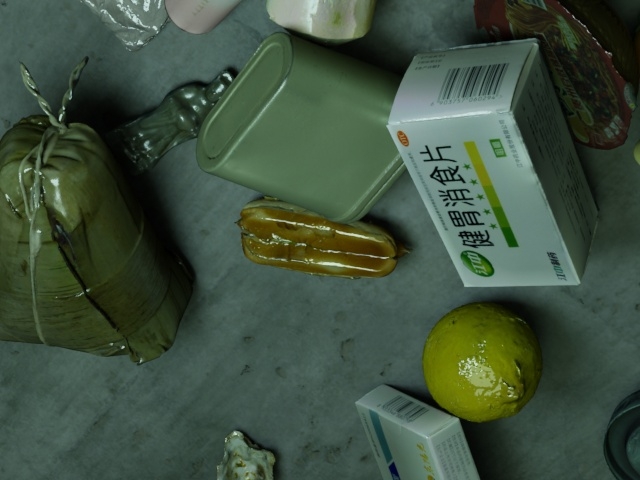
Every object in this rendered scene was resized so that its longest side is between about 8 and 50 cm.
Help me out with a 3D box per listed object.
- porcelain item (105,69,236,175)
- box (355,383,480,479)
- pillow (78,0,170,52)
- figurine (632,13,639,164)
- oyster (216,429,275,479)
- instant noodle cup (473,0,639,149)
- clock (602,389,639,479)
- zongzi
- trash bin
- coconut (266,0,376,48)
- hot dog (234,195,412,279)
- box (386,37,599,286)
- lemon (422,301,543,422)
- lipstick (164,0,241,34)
[{"bbox_3d":[-0.204,-0.175,1.977,0.216,0.069,0.081,-29,102,21],"label":"porcelain item"},{"bbox_3d":[0.180,0.399,2.106,0.200,0.065,0.343,18,133,57],"label":"box"},{"bbox_3d":[-0.303,-0.385,1.898,0.135,0.049,0.248,-36,106,23],"label":"pillow"},{"bbox_3d":[0.497,-0.217,1.728,0.222,0.124,0.324,34,124,-4],"label":"figurine"},{"bbox_3d":[-0.123,0.389,2.252,0.103,0.051,0.148,21,105,7],"label":"oyster"},{"bbox_3d":[0.319,-0.248,1.735,0.091,0.274,0.274,-42,104,-14],"label":"instant noodle cup"},{"bbox_3d":[0.530,0.305,2.014,0.226,0.049,0.226,11,129,13],"label":"clock"},{"bbox_3d":[-0.477,-0.012,1.978,0.467,0.218,0.500,-5,139,16],"label":"zongzi"},{"bbox_3d":[-0.008,-0.148,1.838,0.247,0.121,0.243,17,128,-34],"label":"trash bin"},{"bbox_3d":[0.003,-0.325,1.792,0.147,0.147,0.152,16,115,7],"label":"coconut"},{"bbox_3d":[0.000,0.000,2.005,0.269,0.072,0.109,10,121,11],"label":"hot dog"},{"bbox_3d":[0.235,-0.089,1.788,0.173,0.145,0.333,-1,136,31],"label":"box"},{"bbox_3d":[0.234,0.176,1.965,0.173,0.206,0.173,-6,105,-23],"label":"lemon"},{"bbox_3d":[-0.102,-0.364,1.742,0.087,0.087,0.327,44,151,-10],"label":"lipstick"}]
